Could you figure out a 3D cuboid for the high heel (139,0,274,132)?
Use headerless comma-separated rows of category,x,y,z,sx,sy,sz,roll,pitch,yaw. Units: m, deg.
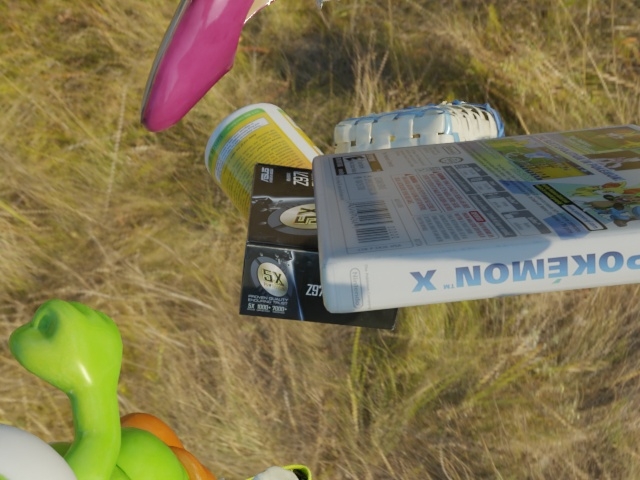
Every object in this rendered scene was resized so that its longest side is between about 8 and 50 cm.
high heel,-0.018,-0.235,0.789,0.181,0.127,0.377,31,85,-14

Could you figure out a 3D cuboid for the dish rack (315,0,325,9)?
dish rack,0.015,-0.623,1.523,0.072,0.333,0.285,-4,41,-7

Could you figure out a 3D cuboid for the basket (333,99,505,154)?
basket,0.161,-0.098,1.212,0.255,0.289,0.201,-2,93,37

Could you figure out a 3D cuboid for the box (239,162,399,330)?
box,0.000,0.000,0.817,0.147,0.077,0.180,7,29,-4

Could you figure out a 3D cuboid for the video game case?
video game case,0.145,-0.032,0.608,0.300,0.329,0.036,-6,106,0

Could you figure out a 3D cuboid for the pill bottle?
pill bottle,-0.038,-0.059,1.095,0.136,0.136,0.246,-38,58,-2

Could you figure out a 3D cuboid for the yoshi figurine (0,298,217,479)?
yoshi figurine,-0.183,0.137,0.425,0.203,0.362,0.203,-13,71,2

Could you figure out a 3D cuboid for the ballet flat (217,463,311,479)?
ballet flat,-0.092,0.286,0.898,0.077,0.231,0.077,46,117,30
